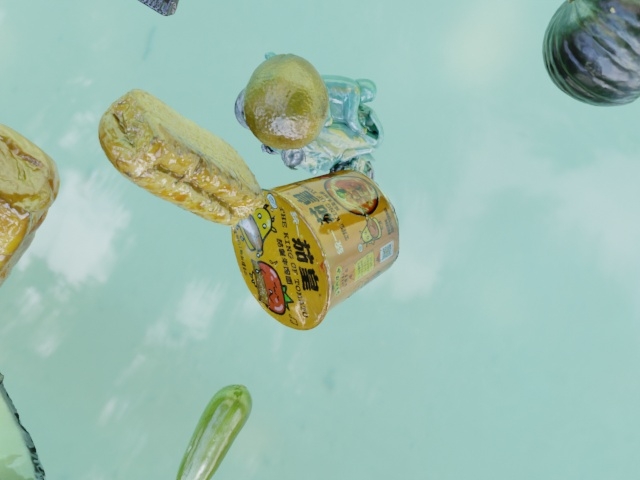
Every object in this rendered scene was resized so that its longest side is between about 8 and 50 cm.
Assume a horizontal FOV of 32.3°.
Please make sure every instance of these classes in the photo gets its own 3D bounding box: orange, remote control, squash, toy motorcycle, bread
[{"bbox_3d":[-0.034,-0.136,1.073,0.085,0.095,0.085,-1,172,0],"label":"orange"},{"bbox_3d":[-0.364,-0.501,2.089,0.245,0.025,0.063,34,111,22],"label":"remote control"},{"bbox_3d":[-0.169,0.309,1.695,0.066,0.066,0.201,30,93,-2],"label":"squash"},{"bbox_3d":[0.005,-0.196,1.811,0.296,0.109,0.198,29,98,-30],"label":"toy motorcycle"},{"bbox_3d":[-0.155,-0.086,1.238,0.083,0.114,0.211,-46,142,12],"label":"bread"},{"bbox_3d":[0.407,-0.285,1.517,0.172,0.218,0.218,48,137,5],"label":"squash"},{"bbox_3d":[-0.458,-0.023,1.439,0.167,0.132,0.294,22,137,-23],"label":"bread"}]

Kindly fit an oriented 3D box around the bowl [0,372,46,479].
[{"bbox_3d":[-0.342,0.067,0.683,0.354,0.185,0.354,55,170,14],"label":"bowl"}]

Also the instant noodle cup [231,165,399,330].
[{"bbox_3d":[0.000,0.000,1.591,0.216,0.172,0.215,29,131,39],"label":"instant noodle cup"}]
